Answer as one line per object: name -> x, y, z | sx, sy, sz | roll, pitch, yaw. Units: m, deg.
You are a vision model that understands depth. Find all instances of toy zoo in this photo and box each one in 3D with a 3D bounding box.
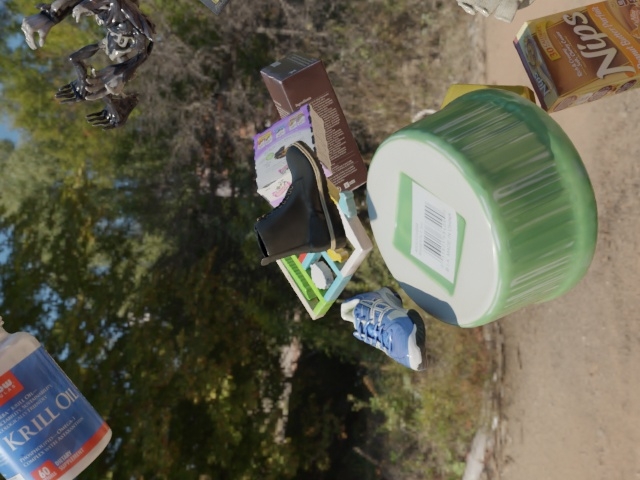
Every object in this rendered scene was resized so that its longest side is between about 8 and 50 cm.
toy zoo -> 0.000, 0.000, 1.357 | 0.192, 0.030, 0.293 | 56, 141, 22

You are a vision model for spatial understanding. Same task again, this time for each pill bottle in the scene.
pill bottle -> -0.363, 0.188, 0.830 | 0.222, 0.124, 0.124 | 53, -179, -9

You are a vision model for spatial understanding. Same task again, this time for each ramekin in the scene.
ramekin -> 0.194, -0.034, 0.928 | 0.303, 0.148, 0.304 | 43, 145, 40

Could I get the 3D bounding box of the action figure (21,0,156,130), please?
action figure -> -0.318, -0.271, 0.989 | 0.141, 0.164, 0.276 | -41, -11, -34

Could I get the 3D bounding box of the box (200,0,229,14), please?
box -> -0.308, -0.606, 1.525 | 0.059, 0.183, 0.233 | -48, 46, 11

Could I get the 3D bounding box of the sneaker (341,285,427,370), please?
sneaker -> 0.090, 0.127, 0.974 | 0.211, 0.081, 0.080 | -139, 44, -72

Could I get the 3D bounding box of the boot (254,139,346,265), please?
boot -> -0.055, -0.062, 1.101 | 0.077, 0.137, 0.198 | 98, 153, -58

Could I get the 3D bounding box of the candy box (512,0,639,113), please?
candy box -> 0.589, -0.398, 1.468 | 0.087, 0.316, 0.183 | 107, 146, -73

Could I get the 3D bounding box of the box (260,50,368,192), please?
box -> -0.014, -0.323, 1.971 | 0.382, 0.143, 0.191 | 63, 171, -30

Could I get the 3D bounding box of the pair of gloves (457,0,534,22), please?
pair of gloves -> 0.193, -0.392, 0.874 | 0.204, 0.240, 0.042 | -60, -13, 2

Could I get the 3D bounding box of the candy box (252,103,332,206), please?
candy box -> -0.067, -0.197, 1.613 | 0.070, 0.164, 0.196 | 44, -153, -41

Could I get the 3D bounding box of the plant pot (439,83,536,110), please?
plant pot -> 0.326, -0.204, 1.362 | 0.212, 0.212, 0.187 | -20, -65, -67
